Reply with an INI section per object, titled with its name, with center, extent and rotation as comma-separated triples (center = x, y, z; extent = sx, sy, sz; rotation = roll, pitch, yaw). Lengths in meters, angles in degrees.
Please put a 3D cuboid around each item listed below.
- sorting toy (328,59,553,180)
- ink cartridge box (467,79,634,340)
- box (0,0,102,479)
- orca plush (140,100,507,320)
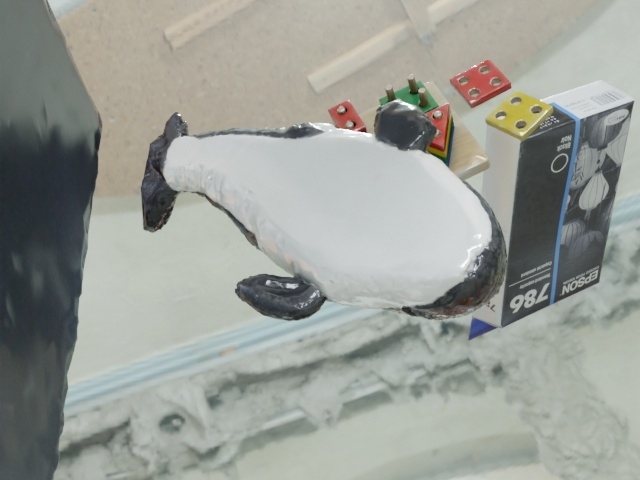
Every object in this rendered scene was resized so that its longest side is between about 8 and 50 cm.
[sorting toy]
center = 0.079, -0.100, 0.874
extent = 0.274, 0.132, 0.046
rotation = -25, -42, -1
[ink cartridge box]
center = 0.266, -0.012, 1.089
extent = 0.165, 0.065, 0.333
rotation = -22, -48, -22
[box]
center = -0.383, -0.075, 0.305
extent = 0.480, 0.297, 0.472
rotation = -5, -37, 4
[orca plush]
center = 0.000, 0.000, 0.580
extent = 0.287, 0.151, 0.102
rotation = 3, -31, 35
